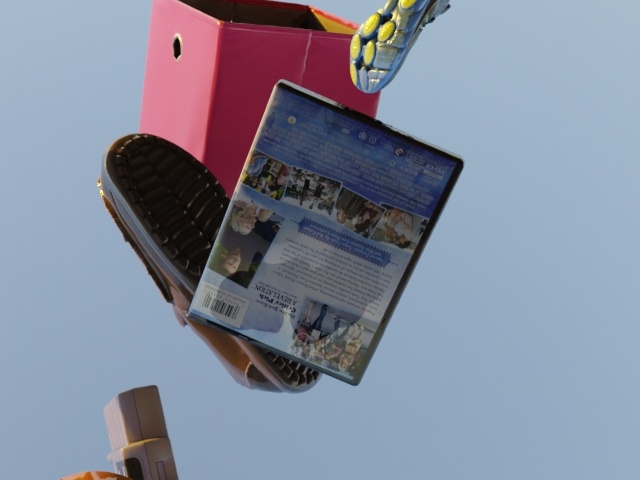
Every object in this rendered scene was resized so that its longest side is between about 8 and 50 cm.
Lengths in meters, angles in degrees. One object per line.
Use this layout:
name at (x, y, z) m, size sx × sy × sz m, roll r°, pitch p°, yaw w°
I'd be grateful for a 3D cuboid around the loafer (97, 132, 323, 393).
loafer at (-0.147, 0.044, 1.223) m, size 0.366 × 0.130 × 0.134 m, roll 55°, pitch -137°, yaw -7°

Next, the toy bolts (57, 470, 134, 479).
toy bolts at (-0.118, 0.239, 0.784) m, size 0.229 × 0.218 × 0.158 m, roll -10°, pitch -164°, yaw -13°

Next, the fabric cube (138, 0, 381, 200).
fabric cube at (-0.090, -0.189, 1.438) m, size 0.259 × 0.258 × 0.254 m, roll -1°, pitch -158°, yaw -30°

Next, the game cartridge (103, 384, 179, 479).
game cartridge at (-0.178, 0.343, 1.147) m, size 0.068 × 0.230 × 0.355 m, roll -12°, pitch -100°, yaw -13°

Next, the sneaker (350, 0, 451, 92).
sneaker at (0.096, -0.232, 1.081) m, size 0.067 × 0.188 × 0.078 m, roll 41°, pitch -161°, yaw 33°

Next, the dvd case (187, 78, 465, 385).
dvd case at (0.000, 0.000, 0.961) m, size 0.180 × 0.253 × 0.022 m, roll 23°, pitch -156°, yaw -1°
